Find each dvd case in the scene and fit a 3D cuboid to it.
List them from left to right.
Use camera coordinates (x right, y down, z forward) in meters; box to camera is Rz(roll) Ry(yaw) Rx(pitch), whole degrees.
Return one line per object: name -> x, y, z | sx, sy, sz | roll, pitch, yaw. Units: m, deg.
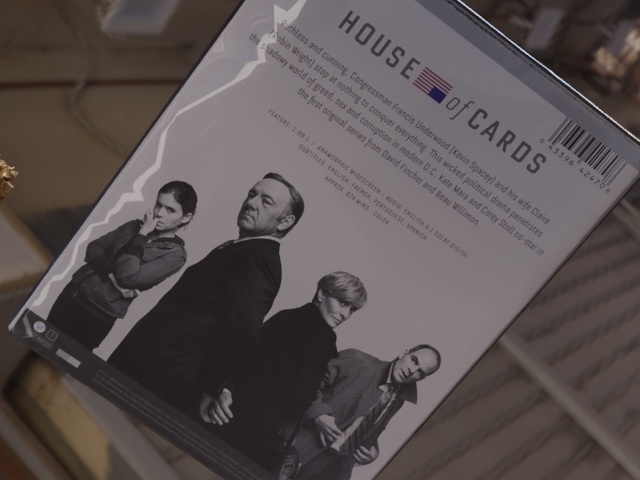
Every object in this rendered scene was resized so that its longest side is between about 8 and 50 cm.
dvd case -> 0.000, 0.000, 0.577 | 0.238, 0.179, 0.029 | -51, 9, 17

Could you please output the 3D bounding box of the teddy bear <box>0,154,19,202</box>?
teddy bear -> -0.346, -0.015, 0.787 | 0.245, 0.113, 0.338 | -15, 8, -40
